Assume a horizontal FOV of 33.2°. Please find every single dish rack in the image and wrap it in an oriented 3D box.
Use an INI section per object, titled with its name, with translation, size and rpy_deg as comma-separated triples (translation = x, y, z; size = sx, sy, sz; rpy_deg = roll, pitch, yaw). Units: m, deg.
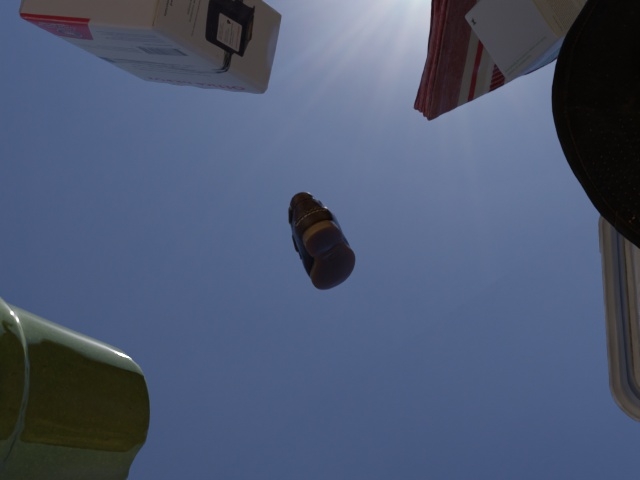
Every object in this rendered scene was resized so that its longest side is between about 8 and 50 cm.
[dish rack]
translation = 0.517, 0.083, 1.401
size = 0.286, 0.072, 0.332
rpy_deg = 7, -119, -3

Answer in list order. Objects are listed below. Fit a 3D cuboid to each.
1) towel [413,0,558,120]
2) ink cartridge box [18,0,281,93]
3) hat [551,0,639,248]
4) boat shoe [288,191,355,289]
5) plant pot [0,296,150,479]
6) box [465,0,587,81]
[towel]
translation = 0.257, -0.316, 1.452
size = 0.329, 0.237, 0.037
rpy_deg = -27, -131, -36
[ink cartridge box]
translation = -0.173, -0.241, 1.157
size = 0.172, 0.237, 0.100
rpy_deg = 10, -94, 26
[hat]
translation = 0.354, -0.132, 0.904
size = 0.332, 0.134, 0.331
rpy_deg = 0, -88, 7
[boat shoe]
translation = 0.000, 0.000, 1.494
size = 0.073, 0.207, 0.073
rpy_deg = -28, -116, -9
[plant pot]
translation = -0.336, 0.185, 1.174
size = 0.254, 0.276, 0.276
rpy_deg = 22, -120, -48
[box]
translation = 0.248, -0.263, 1.265
size = 0.087, 0.101, 0.102
rpy_deg = -27, -98, -35
